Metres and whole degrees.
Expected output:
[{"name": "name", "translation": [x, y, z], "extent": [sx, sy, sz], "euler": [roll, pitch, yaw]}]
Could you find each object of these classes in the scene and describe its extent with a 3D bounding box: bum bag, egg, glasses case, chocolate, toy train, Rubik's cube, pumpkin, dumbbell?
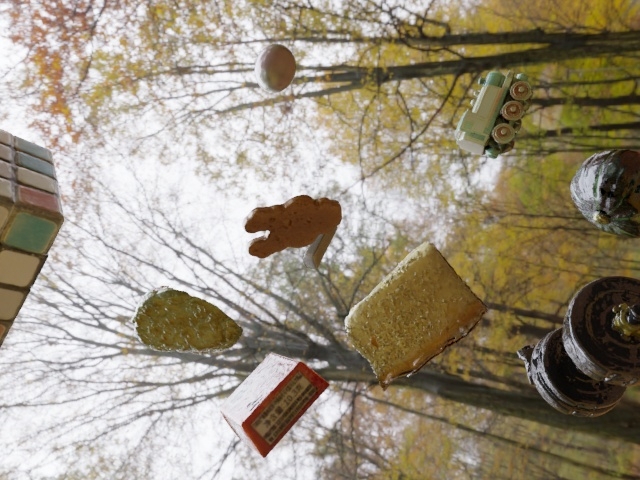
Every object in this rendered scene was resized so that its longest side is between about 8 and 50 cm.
[{"name": "bum bag", "translation": [0.578, 0.339, 1.474], "extent": [0.034, 0.057, 0.125], "euler": [73, -174, -45]}, {"name": "egg", "translation": [-0.113, -0.429, 1.357], "extent": [0.103, 0.103, 0.135], "euler": [51, -139, -50]}, {"name": "glasses case", "translation": [0.000, 0.000, 1.835], "extent": [0.071, 0.047, 0.205], "euler": [77, -149, -44]}, {"name": "chocolate", "translation": [-0.127, 0.403, 1.384], "extent": [0.237, 0.234, 0.108], "euler": [-42, -75, -22]}, {"name": "toy train", "translation": [0.371, -0.272, 1.154], "extent": [0.081, 0.125, 0.194], "euler": [49, -117, -74]}, {"name": "Rubik's cube", "translation": [-0.544, -0.028, 0.763], "extent": [0.258, 0.256, 0.253], "euler": [24, -74, -42]}, {"name": "pumpkin", "translation": [0.940, -0.136, 1.700], "extent": [0.238, 0.315, 0.315], "euler": [-51, -39, -11]}, {"name": "dumbbell", "translation": [0.511, 0.205, 0.998], "extent": [0.388, 0.185, 0.185], "euler": [79, -149, -59]}]

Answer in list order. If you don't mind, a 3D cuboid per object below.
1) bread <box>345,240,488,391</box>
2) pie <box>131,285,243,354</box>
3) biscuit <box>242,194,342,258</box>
[{"name": "bread", "translation": [0.238, 0.185, 1.400], "extent": [0.248, 0.315, 0.279], "euler": [52, -171, 6]}, {"name": "pie", "translation": [-0.341, 0.212, 1.390], "extent": [0.257, 0.274, 0.106], "euler": [125, 160, -44]}, {"name": "biscuit", "translation": [-0.079, -0.048, 1.567], "extent": [0.294, 0.044, 0.186], "euler": [-14, -46, -15]}]
